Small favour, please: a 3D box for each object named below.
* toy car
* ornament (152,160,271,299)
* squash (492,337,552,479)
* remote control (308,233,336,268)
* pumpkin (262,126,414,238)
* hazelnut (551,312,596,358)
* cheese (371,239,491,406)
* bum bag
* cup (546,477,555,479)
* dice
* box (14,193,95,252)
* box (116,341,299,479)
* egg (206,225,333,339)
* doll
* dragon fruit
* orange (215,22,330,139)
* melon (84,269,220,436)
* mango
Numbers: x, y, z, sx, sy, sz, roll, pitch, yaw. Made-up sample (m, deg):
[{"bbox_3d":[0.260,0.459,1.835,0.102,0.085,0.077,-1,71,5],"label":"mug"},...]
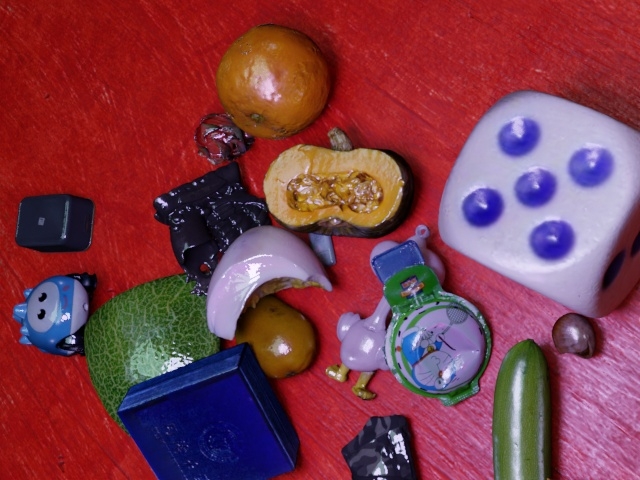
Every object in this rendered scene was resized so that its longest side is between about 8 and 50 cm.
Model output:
[{"bbox_3d":[-0.633,0.178,2.049,0.255,0.190,0.188,143,129,-65],"label":"toy car"},{"bbox_3d":[-0.218,-0.013,1.898,0.251,0.106,0.260,-30,77,-20],"label":"ornament"},{"bbox_3d":[0.357,0.372,1.518,0.107,0.107,0.395,-4,81,29],"label":"squash"},{"bbox_3d":[0.000,0.000,1.849,0.053,0.018,0.124,-20,71,24],"label":"remote control"},{"bbox_3d":[0.046,-0.121,1.769,0.317,0.139,0.221,2,81,28],"label":"pumpkin"},{"bbox_3d":[0.451,0.170,1.521,0.086,0.086,0.086,-6,77,29],"label":"hazelnut"},{"bbox_3d":[0.200,0.158,1.610,0.204,0.083,0.320,-26,96,-1],"label":"cheese"},{"bbox_3d":[0.140,0.500,1.628,0.144,0.095,0.340,-21,71,9],"label":"bum bag"},{"bbox_3d":[0.441,0.486,1.378,0.185,0.226,0.241,-48,69,13],"label":"cup"},{"bbox_3d":[0.410,-0.063,1.479,0.304,0.277,0.304,29,97,33],"label":"dice"},{"bbox_3d":[-0.687,-0.045,2.214,0.201,0.090,0.144,-1,79,30],"label":"box"},{"bbox_3d":[-0.223,0.381,1.747,0.279,0.116,0.261,-22,109,14],"label":"box"},{"bbox_3d":[-0.127,0.058,1.765,0.271,0.161,0.206,-19,28,-6],"label":"egg"},{"bbox_3d":[0.128,0.134,1.706,0.160,0.094,0.365,31,97,33],"label":"doll"},{"bbox_3d":[-0.222,-0.232,1.965,0.142,0.121,0.130,-15,78,30],"label":"dragon fruit"},{"bbox_3d":[-0.101,-0.340,1.846,0.246,0.246,0.246,-6,77,29],"label":"orange"},{"bbox_3d":[-0.341,0.281,1.900,0.331,0.226,0.343,-19,59,-1],"label":"melon"},{"bbox_3d":[-0.104,0.202,1.811,0.221,0.120,0.151,28,83,38],"label":"mango"}]
